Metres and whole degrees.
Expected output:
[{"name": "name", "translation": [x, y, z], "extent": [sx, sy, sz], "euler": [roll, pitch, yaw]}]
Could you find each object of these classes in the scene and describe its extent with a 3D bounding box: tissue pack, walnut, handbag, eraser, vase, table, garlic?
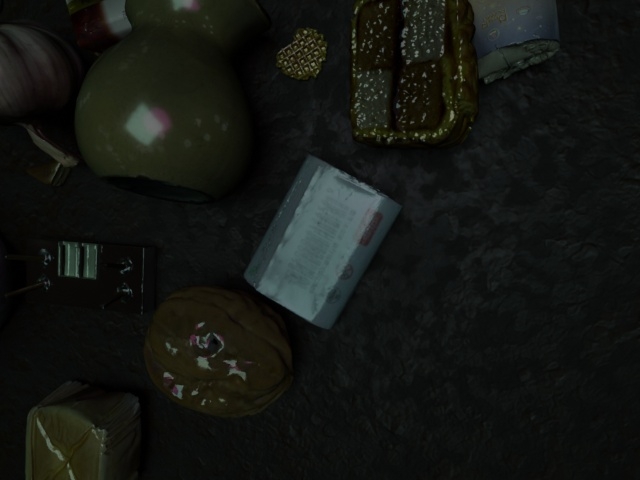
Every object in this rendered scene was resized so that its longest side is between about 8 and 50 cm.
[{"name": "tissue pack", "translation": [-0.320, -0.376, 0.674], "extent": [0.149, 0.099, 0.106], "euler": [-13, 92, 11]}, {"name": "walnut", "translation": [-0.155, 0.166, 0.639], "extent": [0.245, 0.198, 0.198], "euler": [24, 98, 8]}, {"name": "handbag", "translation": [0.265, -0.311, 0.576], "extent": [0.117, 0.095, 0.173], "euler": [-7, 87, 27]}, {"name": "eraser", "translation": [0.000, 0.000, 0.652], "extent": [0.174, 0.081, 0.227], "euler": [31, 100, 11]}, {"name": "vase", "translation": [-0.250, -0.220, 0.622], "extent": [0.329, 0.241, 0.302], "euler": [5, 84, 24]}, {"name": "table", "translation": [-0.428, 0.064, 0.722], "extent": [0.240, 0.111, 0.121], "euler": [4, 94, 11]}, {"name": "garlic", "translation": [-0.491, -0.227, 0.682], "extent": [0.245, 0.245, 0.253], "euler": [-16, 120, 12]}]

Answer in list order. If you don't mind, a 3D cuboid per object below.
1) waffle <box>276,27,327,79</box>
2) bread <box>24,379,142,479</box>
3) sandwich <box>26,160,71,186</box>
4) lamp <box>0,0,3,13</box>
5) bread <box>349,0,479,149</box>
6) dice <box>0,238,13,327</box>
[{"name": "waffle", "translation": [-0.028, -0.304, 0.667], "extent": [0.078, 0.016, 0.085], "euler": [30, 100, 3]}, {"name": "bread", "translation": [-0.426, 0.373, 0.747], "extent": [0.192, 0.110, 0.209], "euler": [4, 95, 17]}, {"name": "sandwich", "translation": [-0.498, -0.122, 0.762], "extent": [0.083, 0.031, 0.044], "euler": [-13, 90, 11]}, {"name": "lamp", "translation": [-0.485, -0.486, 0.642], "extent": [0.109, 0.130, 0.371], "euler": [4, 79, 24]}, {"name": "bread", "translation": [0.130, -0.240, 0.581], "extent": [0.182, 0.096, 0.222], "euler": [3, 97, 33]}, {"name": "dice", "translation": [-0.793, 0.082, 0.683], "extent": [0.348, 0.330, 0.328], "euler": [44, 100, 6]}]
